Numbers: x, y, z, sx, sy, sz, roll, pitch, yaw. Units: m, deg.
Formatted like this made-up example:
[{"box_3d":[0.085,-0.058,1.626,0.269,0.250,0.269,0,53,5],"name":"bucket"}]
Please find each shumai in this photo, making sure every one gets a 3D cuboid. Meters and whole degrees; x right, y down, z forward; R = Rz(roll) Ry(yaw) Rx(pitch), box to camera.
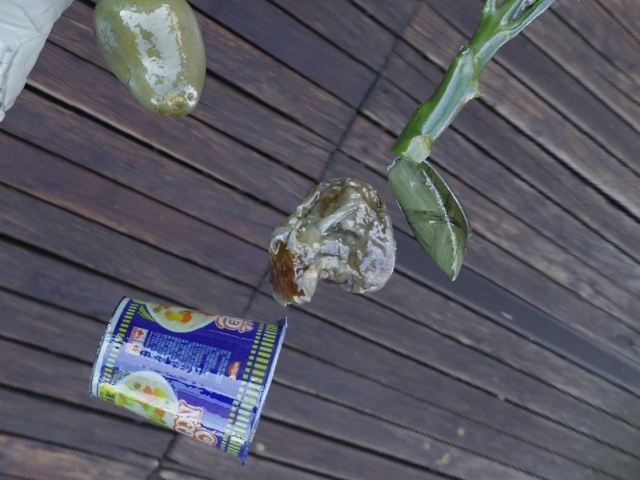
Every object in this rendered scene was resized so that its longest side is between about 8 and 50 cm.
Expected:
[{"box_3d":[0.000,0.000,1.242,0.153,0.209,0.161,-11,125,-29],"name":"shumai"}]

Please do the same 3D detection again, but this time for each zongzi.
[{"box_3d":[0.096,-0.024,0.822,0.052,0.113,0.104,-35,100,22],"name":"zongzi"}]

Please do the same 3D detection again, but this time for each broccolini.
[{"box_3d":[0.129,-0.137,0.651,0.058,0.067,0.216,36,80,-22],"name":"broccolini"}]

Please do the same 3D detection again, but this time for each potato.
[{"box_3d":[-0.236,-0.269,1.293,0.157,0.194,0.157,-21,163,-7],"name":"potato"}]

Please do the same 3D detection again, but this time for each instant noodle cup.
[{"box_3d":[-0.246,0.236,1.675,0.312,0.284,0.284,17,103,-2],"name":"instant noodle cup"}]

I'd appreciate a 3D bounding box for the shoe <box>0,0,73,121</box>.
[{"box_3d":[-0.297,-0.164,0.765,0.124,0.316,0.159,24,83,-20],"name":"shoe"}]
